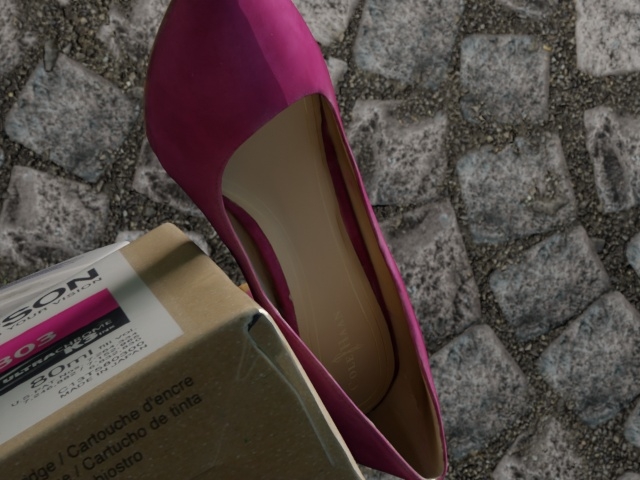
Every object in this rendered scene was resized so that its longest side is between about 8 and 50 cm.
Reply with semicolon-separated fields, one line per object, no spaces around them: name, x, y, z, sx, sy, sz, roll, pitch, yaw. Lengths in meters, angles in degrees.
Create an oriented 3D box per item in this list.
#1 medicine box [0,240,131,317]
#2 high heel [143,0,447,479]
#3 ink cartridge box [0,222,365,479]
medicine box;-0.139;0.161;1.148;0.263;0.149;0.289;-138;-154;-87
high heel;0.000;0.000;0.729;0.117;0.082;0.244;40;-30;36
ink cartridge box;-0.121;0.098;0.698;0.088;0.235;0.193;61;-8;-16
